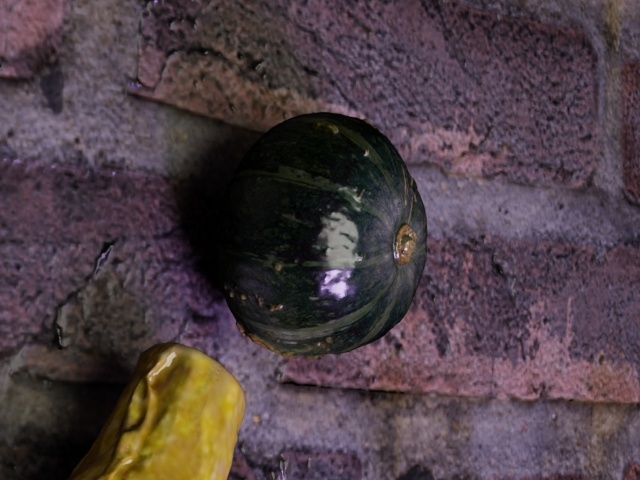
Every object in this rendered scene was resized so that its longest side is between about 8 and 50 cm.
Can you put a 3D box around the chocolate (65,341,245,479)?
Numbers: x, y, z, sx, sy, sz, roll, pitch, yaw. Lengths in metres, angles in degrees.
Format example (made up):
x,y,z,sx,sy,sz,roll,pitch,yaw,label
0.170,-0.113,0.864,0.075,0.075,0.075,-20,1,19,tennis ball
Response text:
x,y,z,sx,sy,sz,roll,pitch,yaw,label
-0.169,0.263,1.268,0.162,0.162,0.445,46,55,-38,chocolate

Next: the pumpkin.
x,y,z,sx,sy,sz,roll,pitch,yaw,label
0.000,-0.001,1.459,0.190,0.146,0.190,3,86,-51,pumpkin
